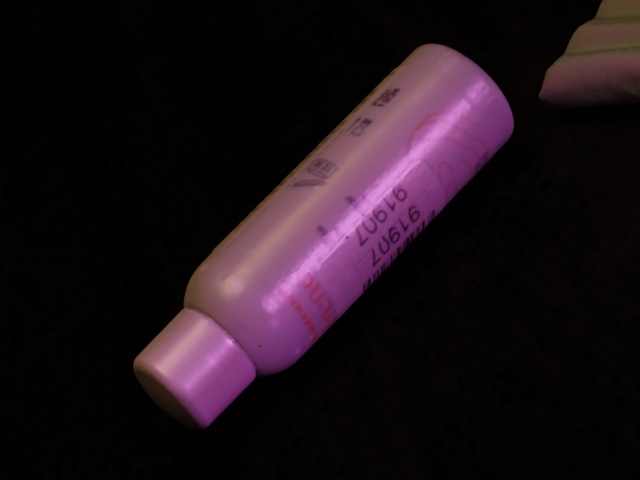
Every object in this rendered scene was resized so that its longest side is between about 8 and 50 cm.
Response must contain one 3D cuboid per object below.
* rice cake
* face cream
[{"bbox_3d":[0.244,-0.137,1.052,0.189,0.037,0.198,-47,31,-21],"label":"rice cake"},{"bbox_3d":[0.000,0.000,1.066,0.269,0.082,0.082,-47,31,-17],"label":"face cream"}]
